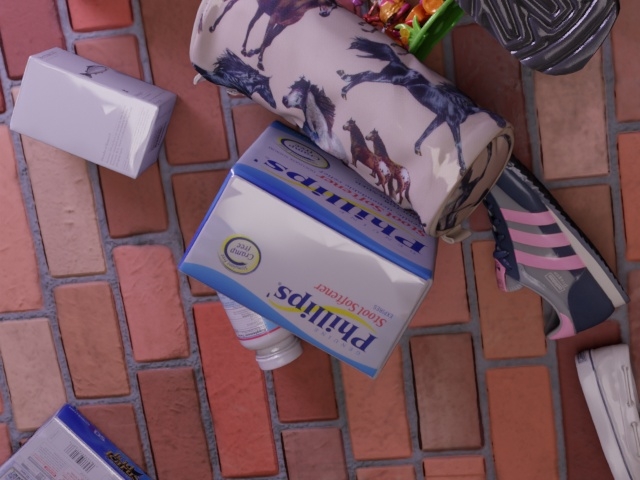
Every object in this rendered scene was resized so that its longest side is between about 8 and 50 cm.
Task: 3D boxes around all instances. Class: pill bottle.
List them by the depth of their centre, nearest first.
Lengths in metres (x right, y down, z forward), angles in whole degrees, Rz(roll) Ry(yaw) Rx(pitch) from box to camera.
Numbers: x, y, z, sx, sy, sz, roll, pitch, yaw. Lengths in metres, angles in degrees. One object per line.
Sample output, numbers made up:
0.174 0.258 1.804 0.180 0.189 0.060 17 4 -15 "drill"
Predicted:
-0.084 0.092 1.562 0.087 0.087 0.160 -21 103 13 "pill bottle"

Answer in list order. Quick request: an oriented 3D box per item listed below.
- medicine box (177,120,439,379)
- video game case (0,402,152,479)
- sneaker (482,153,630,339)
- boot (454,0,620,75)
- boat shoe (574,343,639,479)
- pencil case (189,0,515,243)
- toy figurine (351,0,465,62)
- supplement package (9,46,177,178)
0.000 0.000 1.417 0.263 0.289 0.149 29 108 -2 "medicine box"
-0.366 0.415 1.710 0.269 0.061 0.244 45 106 -6 "video game case"
0.257 -0.005 1.475 0.131 0.112 0.319 -39 97 13 "sneaker"
0.179 -0.363 1.208 0.146 0.445 0.367 -36 97 26 "boot"
0.422 0.261 1.541 0.084 0.095 0.258 -19 104 17 "boat shoe"
0.037 -0.167 1.380 0.410 0.160 0.183 36 139 12 "pencil case"
0.088 -0.309 1.426 0.159 0.130 0.173 44 132 8 "toy figurine"
-0.296 -0.169 1.504 0.179 0.105 0.105 21 108 0 "supplement package"
